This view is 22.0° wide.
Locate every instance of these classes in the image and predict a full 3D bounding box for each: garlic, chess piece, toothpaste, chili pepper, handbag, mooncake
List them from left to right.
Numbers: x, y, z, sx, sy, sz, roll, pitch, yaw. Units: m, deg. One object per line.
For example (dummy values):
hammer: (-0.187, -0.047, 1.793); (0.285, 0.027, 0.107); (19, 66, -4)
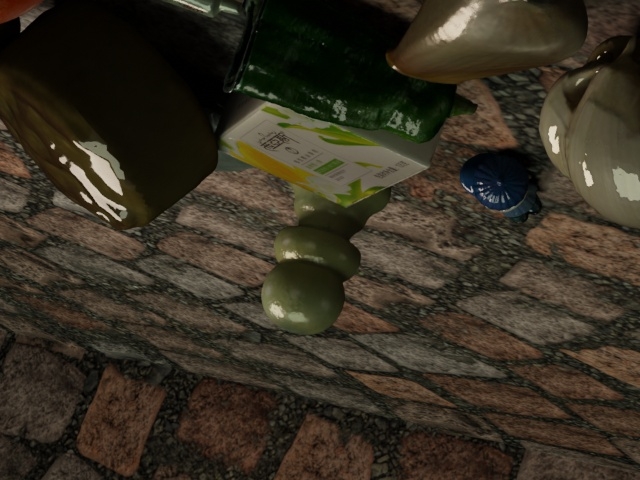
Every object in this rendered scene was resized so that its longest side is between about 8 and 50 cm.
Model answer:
mooncake: (-0.267, -0.143, 1.971); (0.284, 0.155, 0.284); (40, 162, 15)
toothpaste: (-0.193, -0.287, 1.783); (0.233, 0.038, 0.060); (20, 161, 7)
handbag: (-0.179, -0.149, 2.168); (0.192, 0.075, 0.332); (33, 162, -31)
chess piece: (0.000, 0.000, 2.119); (0.144, 0.251, 0.144); (17, 165, 5)
chili pepper: (0.042, -0.177, 1.725); (0.270, 0.136, 0.099); (20, 152, -21)
garlic: (0.157, -0.203, 1.528); (0.143, 0.112, 0.318); (0, 167, -16)
garlic: (0.330, -0.106, 1.535); (0.281, 0.184, 0.203); (6, 144, 38)

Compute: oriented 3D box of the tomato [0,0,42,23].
tomato: (-0.328, -0.307, 1.559); (0.184, 0.208, 0.208); (0, 157, 30)

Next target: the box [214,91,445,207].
box: (0.009, -0.141, 1.905); (0.194, 0.111, 0.260); (24, 165, -15)

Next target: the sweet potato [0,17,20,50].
sweet potato: (-0.418, -0.262, 1.988); (0.112, 0.112, 0.359); (19, 167, -2)

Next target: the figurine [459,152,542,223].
figurine: (0.228, -0.055, 2.009); (0.077, 0.079, 0.136); (-32, 139, 13)
